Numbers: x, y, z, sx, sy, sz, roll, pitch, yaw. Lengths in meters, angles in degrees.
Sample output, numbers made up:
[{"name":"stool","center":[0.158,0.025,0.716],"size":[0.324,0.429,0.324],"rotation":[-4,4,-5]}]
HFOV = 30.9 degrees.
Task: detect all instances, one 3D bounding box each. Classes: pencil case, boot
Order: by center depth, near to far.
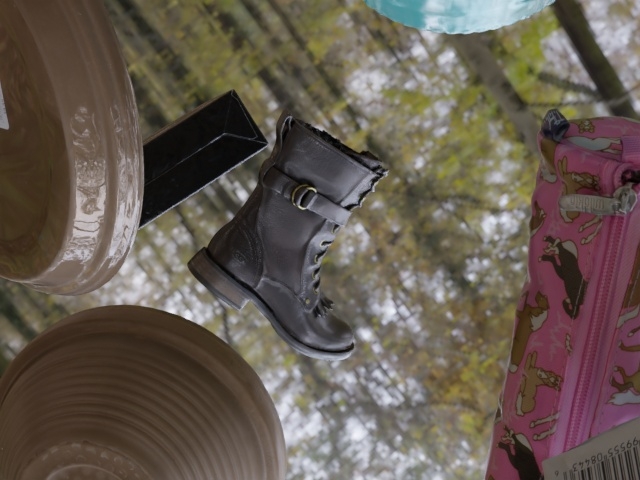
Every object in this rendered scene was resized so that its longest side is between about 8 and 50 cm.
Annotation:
[{"name":"pencil case","center":[0.220,0.093,0.945],"size":[0.167,0.386,0.160],"rotation":[1,-165,-32]},{"name":"boot","center":[0.000,0.000,1.318],"size":[0.229,0.263,0.091],"rotation":[-51,-147,7]}]

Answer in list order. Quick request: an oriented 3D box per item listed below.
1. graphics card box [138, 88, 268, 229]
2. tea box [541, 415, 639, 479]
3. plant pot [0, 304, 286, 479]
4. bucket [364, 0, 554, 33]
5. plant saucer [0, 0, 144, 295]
[{"name":"graphics card box","center":[-0.211,-0.107,1.608],"size":[0.233,0.094,0.371],"rotation":[-33,-170,-6]},{"name":"tea box","center":[0.384,0.226,0.759],"size":[0.329,0.324,0.220],"rotation":[-34,-139,34]},{"name":"plant pot","center":[-0.150,0.177,0.859],"size":[0.237,0.237,0.109],"rotation":[-31,-170,19]},{"name":"bucket","center":[0.107,-0.306,0.882],"size":[0.281,0.281,0.183],"rotation":[-38,163,-4]},{"name":"plant saucer","center":[-0.211,-0.090,0.731],"size":[0.041,0.277,0.278],"rotation":[-24,-175,-40]}]
